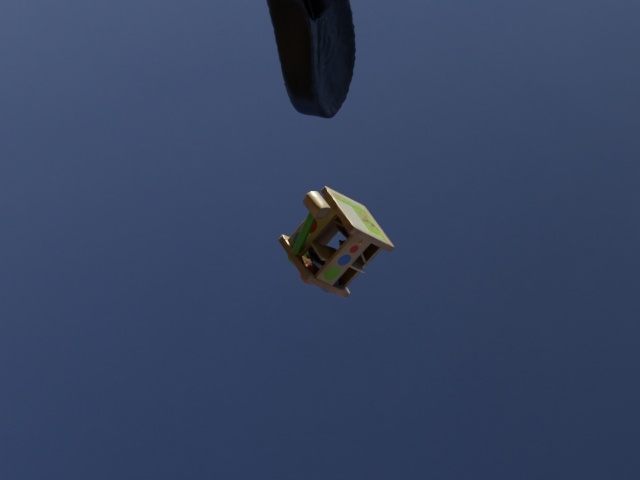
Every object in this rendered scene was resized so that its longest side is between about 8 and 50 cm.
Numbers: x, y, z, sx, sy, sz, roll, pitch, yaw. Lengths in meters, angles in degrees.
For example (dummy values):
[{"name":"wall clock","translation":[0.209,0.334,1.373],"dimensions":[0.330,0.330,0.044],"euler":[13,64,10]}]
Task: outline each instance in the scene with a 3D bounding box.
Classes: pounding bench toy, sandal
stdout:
[{"name":"pounding bench toy","translation":[0.000,0.000,1.012],"dimensions":[0.065,0.083,0.052],"euler":[-47,-131,16]},{"name":"sandal","translation":[0.004,-0.302,1.317],"dimensions":[0.107,0.445,0.167],"euler":[9,-123,19]}]
